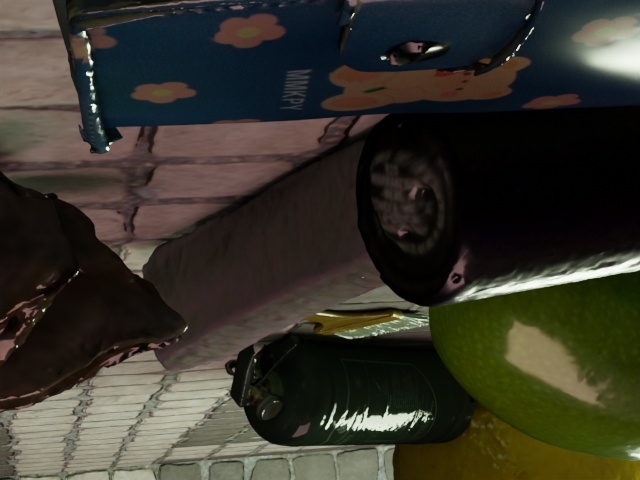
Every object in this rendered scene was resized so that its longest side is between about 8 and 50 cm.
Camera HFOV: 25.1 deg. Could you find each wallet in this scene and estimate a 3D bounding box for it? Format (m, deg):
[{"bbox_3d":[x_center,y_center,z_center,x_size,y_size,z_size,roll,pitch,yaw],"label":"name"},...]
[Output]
[{"bbox_3d":[0.021,-0.071,0.434,0.202,0.059,0.141,-4,166,-6],"label":"wallet"}]

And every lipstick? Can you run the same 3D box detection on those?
[{"bbox_3d":[0.153,-0.033,0.583,0.299,0.081,0.081,-11,172,-29],"label":"lipstick"}]

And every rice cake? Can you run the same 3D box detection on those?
[{"bbox_3d":[0.000,0.000,0.737,0.056,0.073,0.365,5,162,-31],"label":"rice cake"}]

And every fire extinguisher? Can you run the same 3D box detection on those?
[{"bbox_3d":[0.022,0.135,1.311,0.311,0.095,0.114,7,126,-47],"label":"fire extinguisher"}]

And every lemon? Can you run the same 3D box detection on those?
[{"bbox_3d":[0.218,0.238,1.501,0.310,0.253,0.253,-26,162,14],"label":"lemon"}]

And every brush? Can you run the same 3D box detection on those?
[{"bbox_3d":[-0.003,0.061,1.145,0.083,0.011,0.205,-14,164,36],"label":"brush"}]

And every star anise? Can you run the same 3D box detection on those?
[{"bbox_3d":[-0.233,0.032,0.675,0.331,0.117,0.332,-7,159,-3],"label":"star anise"}]

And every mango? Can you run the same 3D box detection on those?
[{"bbox_3d":[0.192,0.054,0.855,0.192,0.156,0.343,-19,160,39],"label":"mango"}]
